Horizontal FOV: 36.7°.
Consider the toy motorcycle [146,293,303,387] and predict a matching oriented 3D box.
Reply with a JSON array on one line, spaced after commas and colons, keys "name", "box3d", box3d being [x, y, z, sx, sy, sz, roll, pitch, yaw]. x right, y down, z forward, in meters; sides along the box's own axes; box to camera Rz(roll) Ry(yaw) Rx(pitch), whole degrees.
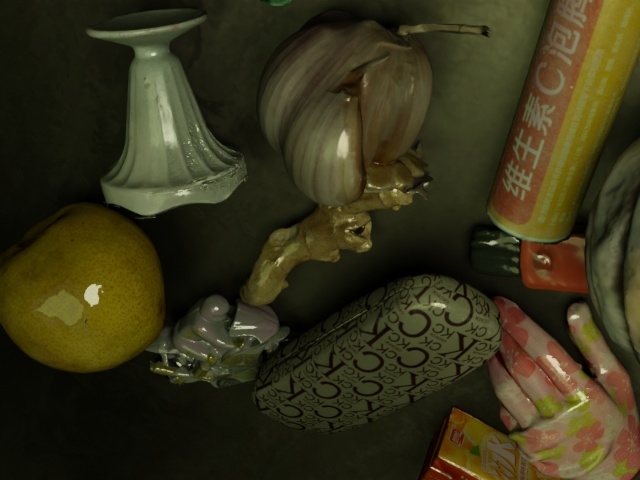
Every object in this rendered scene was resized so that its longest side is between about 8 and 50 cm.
[{"name": "toy motorcycle", "box3d": [-0.127, 0.124, 1.212, 0.225, 0.073, 0.152, -10, 135, 20]}]

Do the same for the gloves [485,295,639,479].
[{"name": "gloves", "box3d": [0.258, 0.165, 1.063, 0.145, 0.126, 0.241, -31, 110, 36]}]

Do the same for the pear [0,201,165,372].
[{"name": "pear", "box3d": [-0.285, 0.064, 1.173, 0.209, 0.209, 0.208, 10, 122, 17]}]

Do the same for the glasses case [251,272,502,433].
[{"name": "glasses case", "box3d": [0.054, 0.138, 1.102, 0.137, 0.085, 0.355, 31, 137, -24]}]

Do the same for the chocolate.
[{"name": "chocolate", "box3d": [0.343, 0.029, 0.823, 0.213, 0.303, 0.303, -28, 106, 29]}]

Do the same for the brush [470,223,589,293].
[{"name": "brush", "box3d": [0.314, 0.023, 0.998, 0.323, 0.051, 0.070, 7, 114, 22]}]

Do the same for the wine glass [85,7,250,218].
[{"name": "wine glass", "box3d": [-0.167, -0.141, 1.036, 0.165, 0.165, 0.196, 5, 115, 20]}]

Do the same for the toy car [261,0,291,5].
[{"name": "toy car", "box3d": [-0.077, -0.282, 0.937, 0.143, 0.054, 0.073, 43, 146, 35]}]

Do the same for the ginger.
[{"name": "ginger", "box3d": [0.000, 0.000, 1.104, 0.089, 0.075, 0.288, 43, 122, -8]}]

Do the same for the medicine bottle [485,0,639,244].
[{"name": "medicine bottle", "box3d": [0.248, -0.191, 0.862, 0.108, 0.108, 0.426, 18, 125, 12]}]

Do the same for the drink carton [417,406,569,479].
[{"name": "drink carton", "box3d": [0.235, 0.301, 1.163, 0.223, 0.096, 0.071, 29, 126, 4]}]

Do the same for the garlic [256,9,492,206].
[{"name": "garlic", "box3d": [0.071, -0.127, 0.940, 0.257, 0.207, 0.207, -9, 115, 28]}]
